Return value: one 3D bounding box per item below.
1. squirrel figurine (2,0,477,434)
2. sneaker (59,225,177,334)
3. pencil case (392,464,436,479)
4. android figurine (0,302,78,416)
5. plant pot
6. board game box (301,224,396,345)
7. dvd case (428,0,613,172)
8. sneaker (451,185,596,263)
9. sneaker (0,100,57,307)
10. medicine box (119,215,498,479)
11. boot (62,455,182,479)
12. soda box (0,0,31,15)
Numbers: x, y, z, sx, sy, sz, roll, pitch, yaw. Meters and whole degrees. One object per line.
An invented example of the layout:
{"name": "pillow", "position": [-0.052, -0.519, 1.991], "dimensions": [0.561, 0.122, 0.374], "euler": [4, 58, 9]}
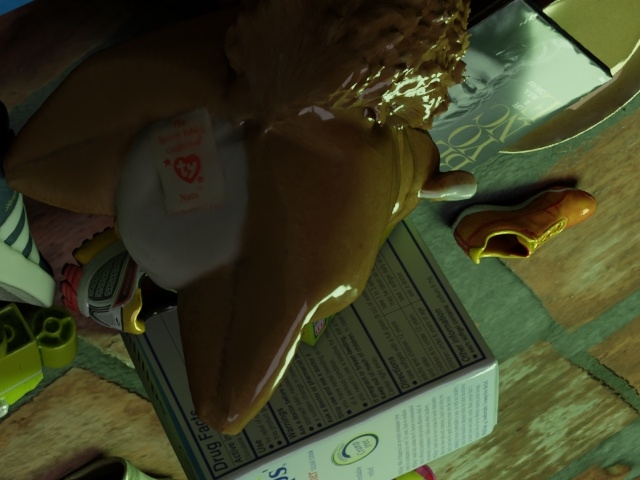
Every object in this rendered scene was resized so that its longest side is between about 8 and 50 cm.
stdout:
{"name": "squirrel figurine", "position": [0.013, -0.094, 1.517], "dimensions": [0.397, 0.281, 0.370], "euler": [-55, 160, 22]}
{"name": "sneaker", "position": [-0.116, 0.011, 1.681], "dimensions": [0.225, 0.093, 0.088], "euler": [-39, 144, -30]}
{"name": "pencil case", "position": [0.062, 0.368, 2.440], "dimensions": [0.104, 0.104, 0.236], "euler": [-6, 142, -34]}
{"name": "android figurine", "position": [-0.334, 0.137, 1.745], "dimensions": [0.248, 0.056, 0.273], "euler": [-29, 167, -15]}
{"name": "plant pot", "position": [0.235, -0.175, 1.845], "dimensions": [0.236, 0.032, 0.236], "euler": [-21, 149, -13]}
{"name": "board game box", "position": [0.000, 0.000, 1.765], "dimensions": [0.181, 0.092, 0.043], "euler": [-55, 158, -26]}
{"name": "dvd case", "position": [0.137, -0.131, 1.782], "dimensions": [0.221, 0.018, 0.164], "euler": [-33, 140, 24]}
{"name": "sneaker", "position": [0.221, -0.010, 2.043], "dimensions": [0.175, 0.067, 0.064], "euler": [-16, 145, -24]}
{"name": "sneaker", "position": [-0.282, -0.036, 1.548], "dimensions": [0.131, 0.148, 0.350], "euler": [6, 170, 3]}
{"name": "medicine box", "position": [-0.019, 0.103, 1.816], "dimensions": [0.289, 0.263, 0.149], "euler": [-23, 149, -10]}
{"name": "boot", "position": [-0.255, 0.327, 2.137], "dimensions": [0.213, 0.077, 0.165], "euler": [-42, 149, 7]}
{"name": "soda box", "position": [-0.279, -0.187, 1.364], "dimensions": [0.210, 0.067, 0.071], "euler": [-25, 150, -6]}
